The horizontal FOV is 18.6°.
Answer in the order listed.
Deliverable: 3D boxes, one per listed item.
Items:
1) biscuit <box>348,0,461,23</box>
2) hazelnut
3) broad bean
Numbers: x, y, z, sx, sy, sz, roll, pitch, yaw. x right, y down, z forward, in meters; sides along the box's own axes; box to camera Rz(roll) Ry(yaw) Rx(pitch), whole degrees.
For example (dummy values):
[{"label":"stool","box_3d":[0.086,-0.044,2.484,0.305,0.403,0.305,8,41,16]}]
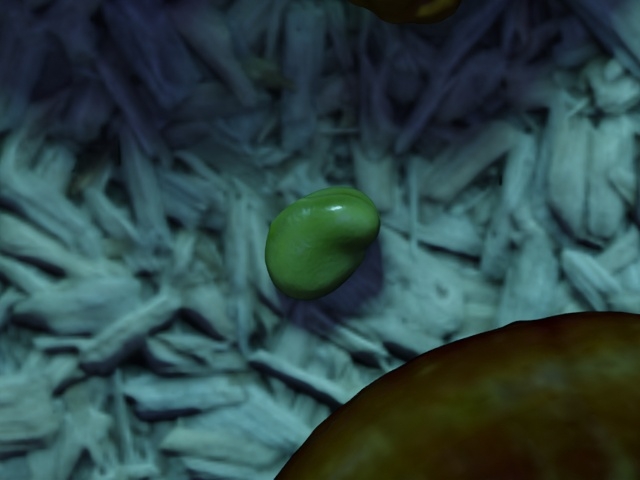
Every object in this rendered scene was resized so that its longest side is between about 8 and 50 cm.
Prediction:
[{"label":"biscuit","box_3d":[0.082,-0.313,1.171,0.318,0.110,0.312,-41,132,-7]},{"label":"hazelnut","box_3d":[0.152,0.224,1.127,0.429,0.402,0.402,-1,90,-1]},{"label":"broad bean","box_3d":[0.000,0.000,1.260,0.083,0.045,0.063,-43,106,3]}]
